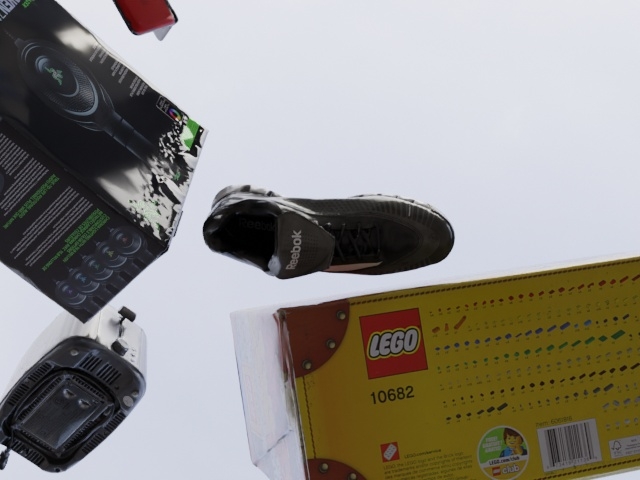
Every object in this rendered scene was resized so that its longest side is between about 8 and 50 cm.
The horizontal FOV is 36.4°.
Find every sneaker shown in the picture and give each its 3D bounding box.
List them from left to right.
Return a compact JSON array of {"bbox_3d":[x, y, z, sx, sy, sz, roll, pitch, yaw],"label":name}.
[{"bbox_3d":[0.000,0.000,0.866,0.234,0.106,0.078,6,-73,12],"label":"sneaker"}]

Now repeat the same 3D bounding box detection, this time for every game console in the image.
[{"bbox_3d":[-0.256,-0.324,1.260,0.085,0.124,0.144,-25,-83,39],"label":"game console"}]

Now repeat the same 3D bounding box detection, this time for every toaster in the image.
[{"bbox_3d":[-0.307,0.177,1.201,0.129,0.146,0.227,38,-72,-19],"label":"toaster"}]

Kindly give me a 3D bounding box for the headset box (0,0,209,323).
[{"bbox_3d":[-0.258,-0.092,0.955,0.283,0.246,0.131,41,-64,-19],"label":"headset box"}]

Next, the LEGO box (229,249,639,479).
[{"bbox_3d":[0.183,0.128,1.015,0.500,0.372,0.193,-8,-93,-12],"label":"LEGO box"}]
